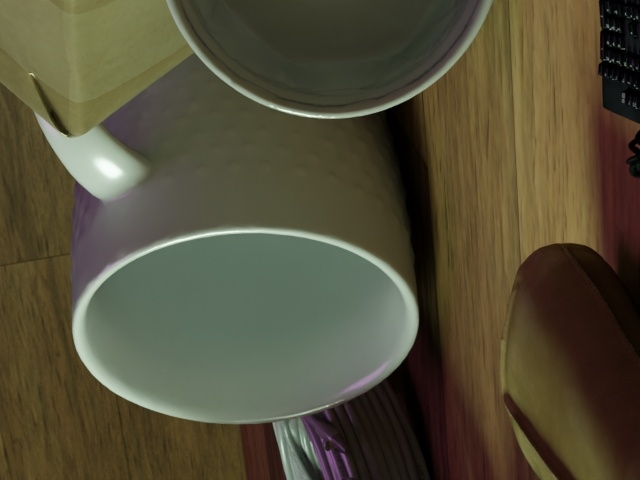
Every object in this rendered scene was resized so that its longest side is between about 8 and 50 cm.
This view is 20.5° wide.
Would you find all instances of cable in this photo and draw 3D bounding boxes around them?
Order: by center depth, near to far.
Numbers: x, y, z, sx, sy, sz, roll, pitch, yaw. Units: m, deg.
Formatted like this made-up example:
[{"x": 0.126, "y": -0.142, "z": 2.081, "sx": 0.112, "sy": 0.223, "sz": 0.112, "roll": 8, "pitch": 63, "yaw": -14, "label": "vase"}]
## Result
[{"x": 0.025, "y": 0.214, "z": 1.693, "sx": 0.257, "sy": 0.089, "sz": 0.257, "roll": -123, "pitch": 20, "yaw": -47, "label": "cable"}]

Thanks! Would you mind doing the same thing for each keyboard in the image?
[{"x": 0.149, "y": -0.063, "z": 0.775, "sx": 0.192, "sy": 0.038, "sz": 0.100, "roll": -128, "pitch": 29, "yaw": -75, "label": "keyboard"}]

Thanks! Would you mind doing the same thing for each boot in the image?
[{"x": 0.155, "y": 0.157, "z": 0.855, "sx": 0.269, "sy": 0.089, "sz": 0.236, "roll": -120, "pitch": 34, "yaw": -65, "label": "boot"}]

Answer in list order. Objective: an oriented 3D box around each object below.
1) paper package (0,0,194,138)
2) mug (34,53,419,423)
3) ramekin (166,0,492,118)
[{"x": -0.159, "y": -0.286, "z": 1.260, "sx": 0.309, "sy": 0.325, "sz": 0.168, "roll": 40, "pitch": 151, "yaw": 18, "label": "paper package"}, {"x": -0.099, "y": -0.076, "z": 1.456, "sx": 0.374, "sy": 0.276, "sz": 0.328, "roll": 34, "pitch": -142, "yaw": -39, "label": "mug"}, {"x": 0.005, "y": -0.182, "z": 1.084, "sx": 0.109, "sy": 0.207, "sz": 0.207, "roll": -93, "pitch": -6, "yaw": -81, "label": "ramekin"}]
